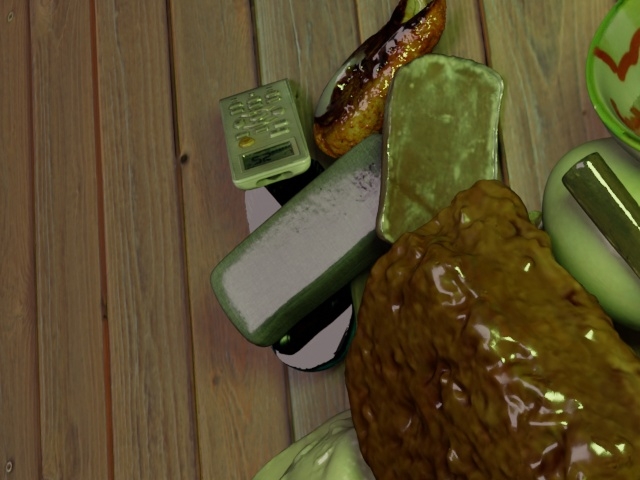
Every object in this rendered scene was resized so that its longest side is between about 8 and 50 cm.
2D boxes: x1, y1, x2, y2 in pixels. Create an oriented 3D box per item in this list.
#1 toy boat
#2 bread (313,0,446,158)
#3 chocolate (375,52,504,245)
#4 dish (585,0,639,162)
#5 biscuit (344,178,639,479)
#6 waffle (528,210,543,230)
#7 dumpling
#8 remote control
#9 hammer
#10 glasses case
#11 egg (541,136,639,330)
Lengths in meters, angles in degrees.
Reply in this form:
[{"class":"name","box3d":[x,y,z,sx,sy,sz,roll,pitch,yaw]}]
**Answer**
[{"class":"toy boat","box3d":[-0.016,0.039,2.084,0.134,0.092,0.298,-14,74,16]},{"class":"bread","box3d":[0.086,-0.222,2.027,0.269,0.095,0.139,-51,31,9]},{"class":"chocolate","box3d":[0.140,-0.104,1.885,0.080,0.157,0.254,164,113,-68]},{"class":"dish","box3d":[0.437,-0.153,1.500,0.324,0.124,0.324,-13,46,14]},{"class":"biscuit","box3d":[0.183,0.186,1.562,0.395,0.166,0.342,56,145,35]},{"class":"waffle","box3d":[0.244,0.068,1.774,0.223,0.054,0.204,-40,51,39]},{"class":"dumpling","box3d":[0.069,0.316,1.847,0.315,0.233,0.395,-50,29,-19]},{"class":"remote control","box3d":[-0.079,-0.149,2.135,0.313,0.109,0.055,-105,-2,-61]},{"class":"hammer","box3d":[0.385,0.096,1.434,0.168,0.044,0.440,-41,81,29]},{"class":"glasses case","box3d":[0.000,0.000,1.994,0.323,0.074,0.131,-40,65,11]},{"class":"egg","box3d":[0.336,-0.009,1.576,0.186,0.186,0.253,-56,50,25]}]
